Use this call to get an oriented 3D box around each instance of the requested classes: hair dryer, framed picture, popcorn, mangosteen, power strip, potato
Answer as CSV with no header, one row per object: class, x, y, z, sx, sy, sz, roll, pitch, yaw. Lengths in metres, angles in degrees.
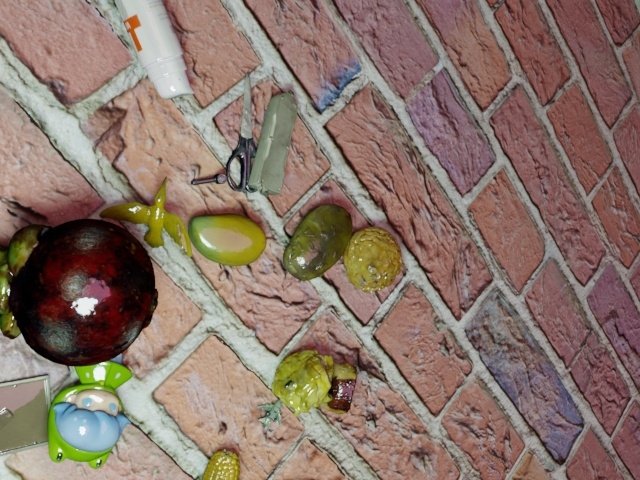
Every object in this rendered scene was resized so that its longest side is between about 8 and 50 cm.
hair dryer,-0.267,-0.144,1.514,0.083,0.047,0.026,-9,96,-19
framed picture,-0.648,0.360,1.275,0.203,0.015,0.150,-6,94,-35
popcorn,-0.044,0.355,1.593,0.173,0.173,0.142,-36,134,-29
mangosteen,-0.473,0.095,1.239,0.311,0.311,0.311,-1,91,-34
power strip,-0.114,-0.246,1.594,0.080,0.048,0.286,25,72,-45
potato,0.000,0.000,1.651,0.251,0.113,0.149,-44,115,-25

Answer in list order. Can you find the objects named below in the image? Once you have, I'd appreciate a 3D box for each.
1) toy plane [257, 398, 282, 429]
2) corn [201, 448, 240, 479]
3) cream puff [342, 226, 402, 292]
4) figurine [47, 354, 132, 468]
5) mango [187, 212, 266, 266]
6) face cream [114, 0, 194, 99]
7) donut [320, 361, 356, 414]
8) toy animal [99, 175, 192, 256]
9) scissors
toy plane,-0.122,0.439,1.623,0.080,0.033,0.083,43,67,-11
corn,-0.258,0.647,1.499,0.102,0.102,0.313,14,81,-34
cream puff,0.148,0.054,1.745,0.189,0.129,0.189,2,86,-33
figurine,-0.473,0.334,1.329,0.162,0.143,0.263,28,58,-38
mango,-0.223,-0.006,1.514,0.195,0.092,0.130,25,79,-27
face cream,-0.380,-0.478,1.395,0.102,0.102,0.345,-28,105,-31
donut,0.043,0.386,1.678,0.059,0.140,0.140,14,83,-23
toy animal,-0.367,-0.064,1.417,0.219,0.095,0.155,17,80,-2
scissors,-0.185,-0.269,1.578,0.109,0.022,0.300,1,89,-38
